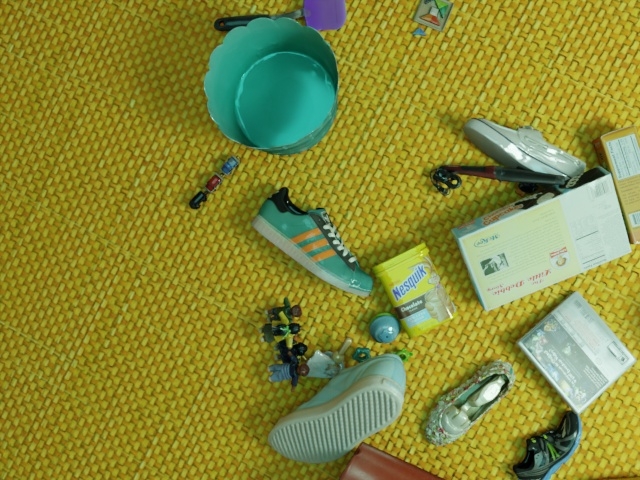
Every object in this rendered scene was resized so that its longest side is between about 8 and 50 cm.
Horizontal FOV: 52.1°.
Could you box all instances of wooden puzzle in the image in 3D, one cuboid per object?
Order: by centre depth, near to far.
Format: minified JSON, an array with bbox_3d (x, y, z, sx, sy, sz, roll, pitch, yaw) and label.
[{"bbox_3d":[0.246,-0.498,1.421,0.078,0.014,0.116,15,91,6],"label":"wooden puzzle"}]

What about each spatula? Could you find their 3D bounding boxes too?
[{"bbox_3d":[-0.091,-0.493,1.450,0.296,0.030,0.084,-6,91,6],"label":"spatula"}]

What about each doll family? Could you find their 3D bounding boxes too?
[{"bbox_3d":[-0.070,0.221,1.394,0.111,0.076,0.193,-15,90,38],"label":"doll family"}]

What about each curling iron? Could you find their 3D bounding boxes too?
[{"bbox_3d":[0.362,-0.126,1.356,0.274,0.035,0.068,2,80,24],"label":"curling iron"}]

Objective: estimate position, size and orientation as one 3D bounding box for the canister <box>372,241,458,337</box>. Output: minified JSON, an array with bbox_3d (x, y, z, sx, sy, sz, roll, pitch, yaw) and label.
[{"bbox_3d":[0.203,0.106,1.389,0.126,0.073,0.170,-27,88,6],"label":"canister"}]

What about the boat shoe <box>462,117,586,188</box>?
[{"bbox_3d":[0.427,-0.193,1.358,0.267,0.096,0.088,30,85,4],"label":"boat shoe"}]

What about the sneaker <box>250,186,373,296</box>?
[{"bbox_3d":[0.000,0.000,1.395,0.302,0.108,0.121,35,97,7],"label":"sneaker"}]

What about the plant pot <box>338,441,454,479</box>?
[{"bbox_3d":[0.151,0.558,1.306,0.265,0.272,0.272,26,92,14],"label":"plant pot"}]

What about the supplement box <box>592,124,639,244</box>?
[{"bbox_3d":[0.635,-0.112,1.342,0.080,0.078,0.234,-15,87,9],"label":"supplement box"}]

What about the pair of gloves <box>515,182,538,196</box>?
[{"bbox_3d":[0.455,-0.103,1.368,0.083,0.074,0.010,32,60,7],"label":"pair of gloves"}]

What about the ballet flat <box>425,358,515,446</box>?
[{"bbox_3d":[0.311,0.343,1.372,0.091,0.077,0.241,43,94,4],"label":"ballet flat"}]

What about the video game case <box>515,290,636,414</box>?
[{"bbox_3d":[0.531,0.231,1.359,0.173,0.022,0.190,-39,86,-9],"label":"video game case"}]

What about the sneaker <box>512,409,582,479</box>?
[{"bbox_3d":[0.472,0.428,1.357,0.078,0.067,0.188,38,95,3],"label":"sneaker"}]

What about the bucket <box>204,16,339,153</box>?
[{"bbox_3d":[-0.090,-0.311,1.372,0.281,0.183,0.281,0,89,6],"label":"bucket"}]

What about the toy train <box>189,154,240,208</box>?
[{"bbox_3d":[-0.237,-0.131,1.458,0.027,0.036,0.158,44,94,5],"label":"toy train"}]

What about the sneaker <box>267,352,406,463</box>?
[{"bbox_3d":[0.044,0.350,1.372,0.366,0.150,0.135,-32,104,32],"label":"sneaker"}]

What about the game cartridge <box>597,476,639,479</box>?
[{"bbox_3d":[0.731,0.617,1.317,0.323,0.053,0.285,-3,86,-3],"label":"game cartridge"}]

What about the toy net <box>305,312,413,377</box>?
[{"bbox_3d":[0.076,0.248,1.420,0.232,0.045,0.122,-23,116,8],"label":"toy net"}]

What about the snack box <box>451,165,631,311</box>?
[{"bbox_3d":[0.450,0.000,1.335,0.321,0.060,0.187,-23,112,5],"label":"snack box"}]
